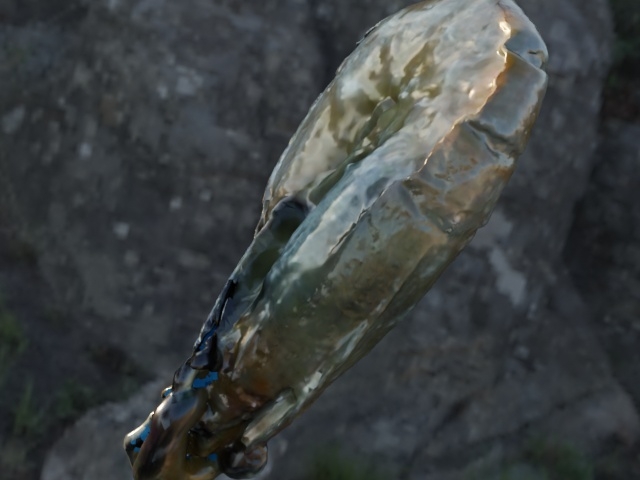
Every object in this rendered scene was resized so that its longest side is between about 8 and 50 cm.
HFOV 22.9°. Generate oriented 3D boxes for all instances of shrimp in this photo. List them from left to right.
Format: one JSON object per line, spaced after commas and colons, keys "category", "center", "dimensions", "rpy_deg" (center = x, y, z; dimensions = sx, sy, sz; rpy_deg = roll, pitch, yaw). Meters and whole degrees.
{"category": "shrimp", "center": [0.000, 0.000, 1.150], "dimensions": [0.110, 0.446, 0.221], "rpy_deg": [35, 1, -39]}
